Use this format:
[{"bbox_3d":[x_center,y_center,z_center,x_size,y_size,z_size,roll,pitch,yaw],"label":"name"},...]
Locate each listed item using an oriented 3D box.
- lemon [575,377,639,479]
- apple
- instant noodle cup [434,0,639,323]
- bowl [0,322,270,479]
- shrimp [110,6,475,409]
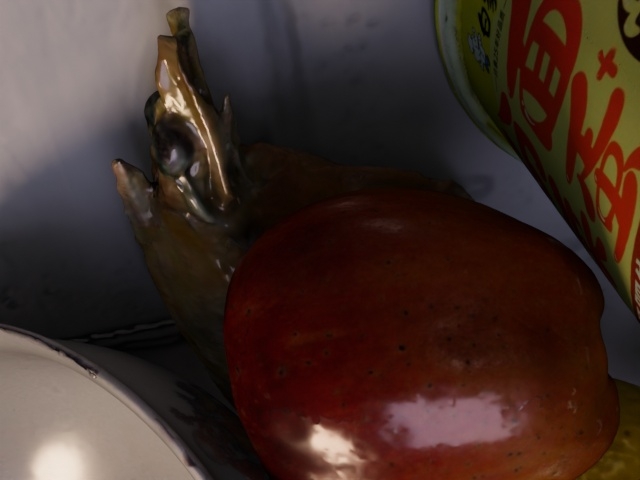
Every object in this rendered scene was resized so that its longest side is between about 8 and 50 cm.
[{"bbox_3d":[0.125,0.195,0.789,0.228,0.253,0.228,0,140,0],"label":"lemon"},{"bbox_3d":[0.046,0.052,0.675,0.158,0.156,0.147,-9,-179,17],"label":"apple"},{"bbox_3d":[0.221,-0.069,0.669,0.311,0.221,0.311,-9,134,-9],"label":"instant noodle cup"},{"bbox_3d":[-0.100,0.185,0.814,0.157,0.345,0.345,-20,149,-51],"label":"bowl"},{"bbox_3d":[0.000,0.000,0.783,0.168,0.077,0.317,-28,139,-3],"label":"shrimp"}]
